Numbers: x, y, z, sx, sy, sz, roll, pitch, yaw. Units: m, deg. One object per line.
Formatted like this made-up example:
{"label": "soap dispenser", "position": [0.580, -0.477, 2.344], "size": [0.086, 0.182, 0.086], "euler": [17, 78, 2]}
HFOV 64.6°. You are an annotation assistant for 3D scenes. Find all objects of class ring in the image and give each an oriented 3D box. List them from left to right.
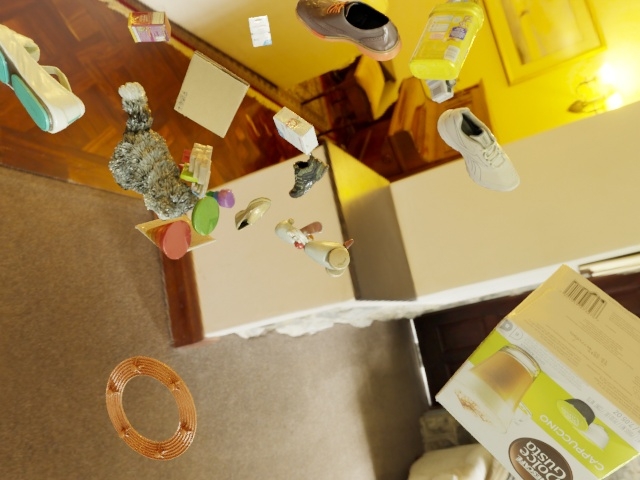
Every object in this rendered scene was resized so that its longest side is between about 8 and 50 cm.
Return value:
{"label": "ring", "position": [-0.526, 0.517, 1.542], "size": [0.032, 0.337, 0.336], "euler": [-24, 96, -68]}

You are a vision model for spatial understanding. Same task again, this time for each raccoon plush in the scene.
{"label": "raccoon plush", "position": [-0.571, -0.269, 1.716], "size": [0.216, 0.299, 0.446], "euler": [-37, 143, -28]}

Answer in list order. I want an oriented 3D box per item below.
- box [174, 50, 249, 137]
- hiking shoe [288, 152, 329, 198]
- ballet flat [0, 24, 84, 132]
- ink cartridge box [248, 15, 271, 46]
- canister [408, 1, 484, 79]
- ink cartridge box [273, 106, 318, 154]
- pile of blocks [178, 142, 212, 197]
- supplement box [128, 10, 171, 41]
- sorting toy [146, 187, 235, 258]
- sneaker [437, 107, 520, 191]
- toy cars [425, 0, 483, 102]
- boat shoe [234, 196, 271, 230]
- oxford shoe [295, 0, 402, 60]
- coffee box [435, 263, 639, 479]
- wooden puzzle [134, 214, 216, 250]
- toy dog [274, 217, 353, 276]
{"label": "box", "position": [-0.306, -0.400, 1.412], "size": [0.164, 0.201, 0.021], "euler": [30, 44, -10]}
{"label": "hiking shoe", "position": [-0.067, -0.256, 1.979], "size": [0.114, 0.227, 0.086], "euler": [44, 40, -8]}
{"label": "ballet flat", "position": [-0.763, -0.444, 1.317], "size": [0.400, 0.139, 0.139], "euler": [48, 23, 6]}
{"label": "ink cartridge box", "position": [-0.152, -0.532, 1.271], "size": [0.083, 0.048, 0.028], "euler": [85, -6, -60]}
{"label": "canister", "position": [0.290, -0.461, 1.177], "size": [0.073, 0.126, 0.170], "euler": [45, 66, -52]}
{"label": "ink cartridge box", "position": [-0.071, -0.319, 1.480], "size": [0.122, 0.052, 0.088], "euler": [41, -13, 24]}
{"label": "pile of blocks", "position": [-0.467, -0.235, 1.836], "size": [0.362, 0.113, 0.149], "euler": [139, -37, -73]}
{"label": "supplement box", "position": [-0.396, -0.496, 1.177], "size": [0.055, 0.083, 0.043], "euler": [96, -8, -70]}
{"label": "sorting toy", "position": [-0.425, -0.076, 1.631], "size": [0.365, 0.126, 0.127], "euler": [-50, 144, -48]}
{"label": "sneaker", "position": [0.451, -0.250, 1.421], "size": [0.297, 0.111, 0.129], "euler": [44, -3, -5]}
{"label": "toy cars", "position": [0.404, -0.637, 1.602], "size": [0.176, 0.087, 0.393], "euler": [-114, -148, -48]}
{"label": "boat shoe", "position": [-0.242, -0.087, 1.816], "size": [0.068, 0.190, 0.072], "euler": [24, 52, -32]}
{"label": "oxford shoe", "position": [0.052, -0.480, 1.077], "size": [0.097, 0.271, 0.098], "euler": [-57, 157, -8]}
{"label": "coffee box", "position": [0.543, 0.322, 1.166], "size": [0.337, 0.334, 0.338], "euler": [43, 43, 22]}
{"label": "wooden puzzle", "position": [-0.561, -0.020, 1.968], "size": [0.221, 0.239, 0.044], "euler": [-24, 139, -50]}
{"label": "toy dog", "position": [0.000, 0.000, 2.011], "size": [0.334, 0.220, 0.161], "euler": [40, 71, -19]}
